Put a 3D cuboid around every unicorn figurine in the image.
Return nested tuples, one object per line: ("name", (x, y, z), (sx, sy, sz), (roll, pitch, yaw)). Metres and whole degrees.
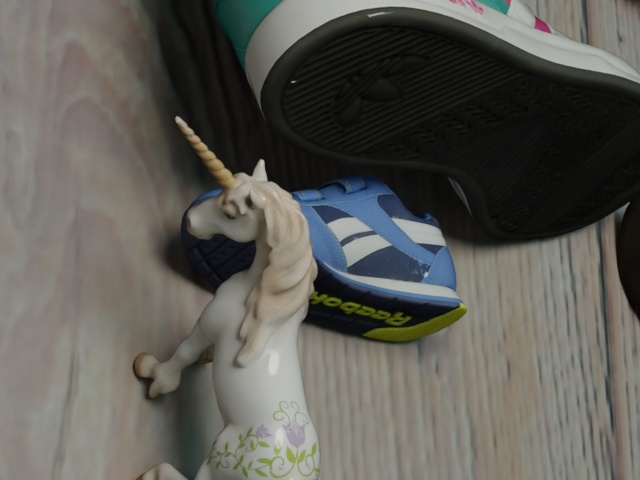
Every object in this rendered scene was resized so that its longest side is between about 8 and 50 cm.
("unicorn figurine", (-0.032, 0.046, 0.660), (0.060, 0.111, 0.162), (-11, 75, -40))

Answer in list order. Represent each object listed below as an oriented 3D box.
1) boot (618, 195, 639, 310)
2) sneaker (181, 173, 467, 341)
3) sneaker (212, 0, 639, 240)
("boot", (0.210, 0.028, 0.907), (0.114, 0.037, 0.106), (3, 70, -38))
("sneaker", (0.000, 0.000, 0.750), (0.144, 0.053, 0.059), (20, 56, -38))
("sneaker", (0.044, -0.107, 0.795), (0.295, 0.124, 0.178), (20, 39, -53))
